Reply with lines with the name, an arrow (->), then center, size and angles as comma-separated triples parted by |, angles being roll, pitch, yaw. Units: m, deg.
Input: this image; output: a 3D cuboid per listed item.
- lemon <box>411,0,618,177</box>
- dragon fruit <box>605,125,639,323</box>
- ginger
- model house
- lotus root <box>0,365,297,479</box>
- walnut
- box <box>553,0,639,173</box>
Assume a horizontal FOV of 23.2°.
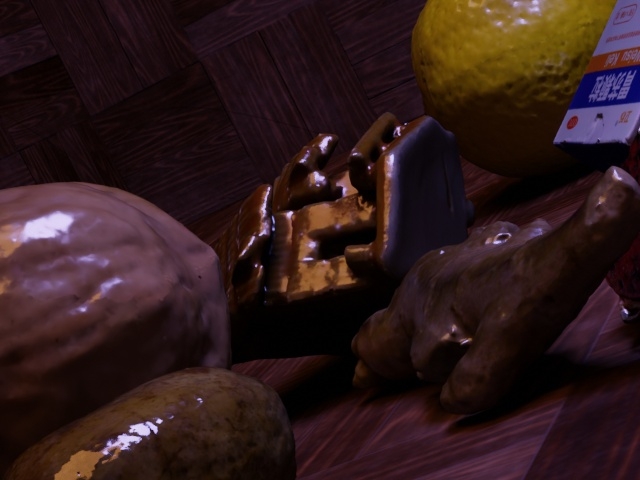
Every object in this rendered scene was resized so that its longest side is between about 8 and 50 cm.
lemon -> 0.240, -0.206, 1.767 | 0.293, 0.293, 0.293 | -27, 7, 3
dragon fruit -> 0.267, -0.004, 1.002 | 0.161, 0.120, 0.127 | -4, -40, -10
ginger -> 0.113, 0.051, 1.082 | 0.166, 0.080, 0.333 | -64, 17, -15
model house -> 0.002, -0.001, 1.333 | 0.229, 0.199, 0.219 | -16, -30, 19
lotus root -> -0.119, 0.165, 0.949 | 0.260, 0.128, 0.145 | -26, -9, -42
walnut -> -0.227, 0.100, 1.205 | 0.344, 0.306, 0.306 | -34, 7, 0
box -> 0.336, -0.197, 1.368 | 0.299, 0.106, 0.200 | -64, 10, -1
